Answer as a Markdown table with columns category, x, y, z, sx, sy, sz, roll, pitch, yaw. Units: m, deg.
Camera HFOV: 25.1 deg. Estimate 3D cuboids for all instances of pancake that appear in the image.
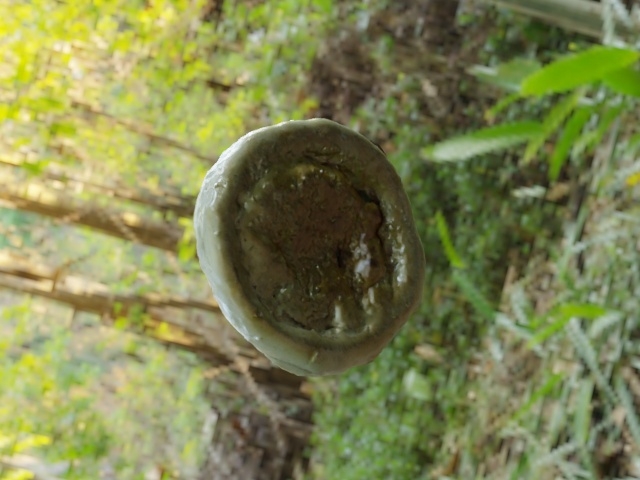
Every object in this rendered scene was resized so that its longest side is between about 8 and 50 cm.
| category | x | y | z | sx | sy | sz | roll | pitch | yaw |
| --- | --- | --- | --- | --- | --- | --- | --- | --- | --- |
| pancake | -0.001 | 0.000 | 0.794 | 0.025 | 0.151 | 0.152 | -25 | 45 | 53 |
